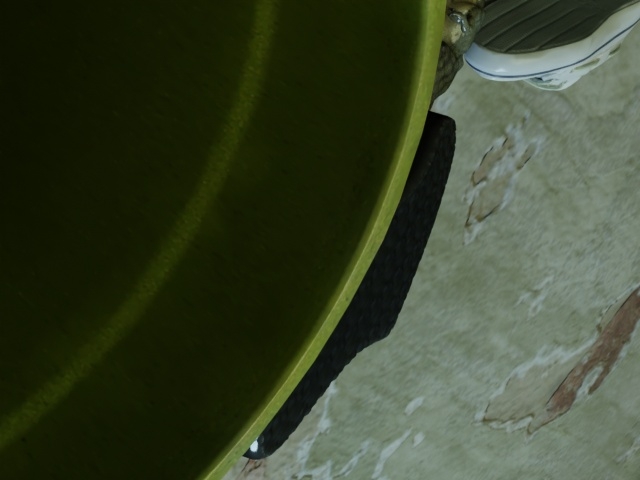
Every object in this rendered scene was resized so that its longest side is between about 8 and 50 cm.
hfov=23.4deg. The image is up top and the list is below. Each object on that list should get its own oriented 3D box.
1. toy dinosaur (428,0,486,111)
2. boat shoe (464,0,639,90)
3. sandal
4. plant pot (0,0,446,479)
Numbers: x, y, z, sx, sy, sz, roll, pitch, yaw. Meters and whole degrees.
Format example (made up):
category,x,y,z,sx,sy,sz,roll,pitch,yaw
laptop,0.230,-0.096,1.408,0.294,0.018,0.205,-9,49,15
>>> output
category,x,y,z,sx,sy,sz,roll,pitch,yaw
toy dinosaur,0.065,-0.122,1.143,0.118,0.064,0.268,-21,142,-51
boat shoe,0.194,-0.156,1.251,0.226,0.083,0.076,-24,139,-40
sandal,0.000,-0.002,1.013,0.446,0.107,0.168,-36,146,-69
plant pot,-0.212,-0.088,0.505,0.366,0.353,0.367,-29,139,-29
